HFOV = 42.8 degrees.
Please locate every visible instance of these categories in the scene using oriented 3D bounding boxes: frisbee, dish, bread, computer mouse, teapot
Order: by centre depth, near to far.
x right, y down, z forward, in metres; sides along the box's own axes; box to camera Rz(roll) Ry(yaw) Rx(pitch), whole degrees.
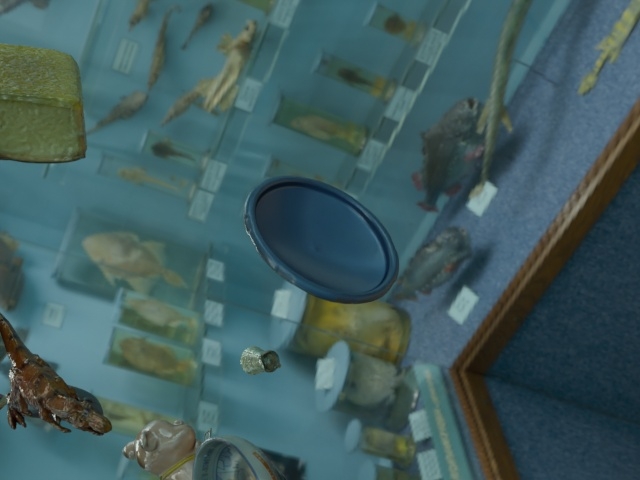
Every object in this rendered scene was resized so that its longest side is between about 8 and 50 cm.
[{"bbox_3d":[-0.002,0.003,1.386,0.049,0.290,0.289,-57,22,37],"label":"frisbee"},{"bbox_3d":[-0.616,-0.271,1.560,0.333,0.324,0.143,-119,36,-56],"label":"bread"},{"bbox_3d":[-0.110,0.236,1.586,0.083,0.067,0.057,-12,59,60],"label":"teapot"},{"bbox_3d":[-0.124,0.501,1.589,0.273,0.134,0.273,12,106,50],"label":"dish"},{"bbox_3d":[-0.659,0.411,2.068,0.057,0.232,0.120,-61,36,17],"label":"computer mouse"}]

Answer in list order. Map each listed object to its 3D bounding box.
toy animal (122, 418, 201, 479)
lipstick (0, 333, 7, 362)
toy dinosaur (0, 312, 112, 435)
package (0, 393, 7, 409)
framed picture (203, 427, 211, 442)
[{"bbox_3d":[-0.315,0.511,1.842,0.165,0.248,0.149,-45,2,43],"label":"toy animal"},{"bbox_3d":[-0.715,0.172,1.509,0.077,0.290,0.076,-50,49,15],"label":"lipstick"},{"bbox_3d":[-0.536,0.254,1.489,0.097,0.432,0.208,-37,-28,-40],"label":"toy dinosaur"},{"bbox_3d":[-0.771,0.391,1.926,0.029,0.059,0.083,-56,15,40],"label":"package"},{"bbox_3d":[-0.338,0.608,2.422,0.066,0.007,0.089,133,144,-55],"label":"framed picture"}]
